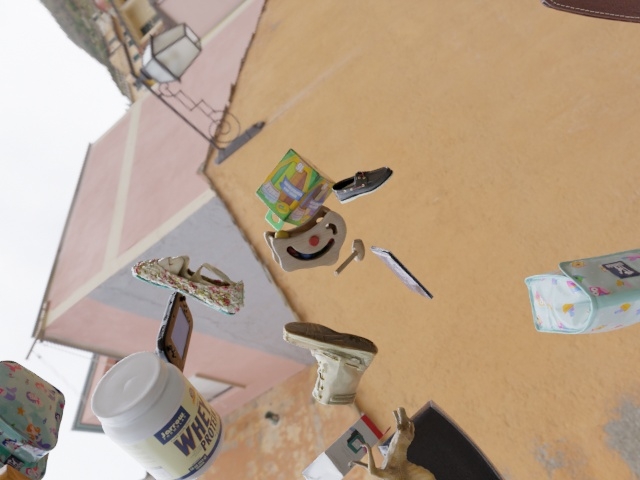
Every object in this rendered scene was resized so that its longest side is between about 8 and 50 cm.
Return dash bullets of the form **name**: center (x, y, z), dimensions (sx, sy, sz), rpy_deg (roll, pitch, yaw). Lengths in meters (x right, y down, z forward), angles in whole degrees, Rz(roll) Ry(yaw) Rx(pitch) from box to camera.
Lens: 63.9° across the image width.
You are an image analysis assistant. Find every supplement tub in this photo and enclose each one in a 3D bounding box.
- **supplement tub**: center (-0.430, 0.478, 1.382), dimensions (0.235, 0.236, 0.324), rpy_deg (-97, -16, -54)

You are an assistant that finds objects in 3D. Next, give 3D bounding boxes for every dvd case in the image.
- **dvd case**: center (0.269, 0.106, 1.716), dimensions (0.221, 0.018, 0.164), rpy_deg (46, 174, -14)

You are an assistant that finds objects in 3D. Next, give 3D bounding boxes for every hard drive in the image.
- **hard drive**: center (0.260, 0.470, 1.033), dimensions (0.254, 0.172, 0.054), rpy_deg (48, 167, 17)

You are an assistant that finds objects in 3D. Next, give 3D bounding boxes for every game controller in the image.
- **game controller**: center (-0.489, 0.314, 1.749), dimensions (0.319, 0.067, 0.166), rpy_deg (-97, -15, -59)

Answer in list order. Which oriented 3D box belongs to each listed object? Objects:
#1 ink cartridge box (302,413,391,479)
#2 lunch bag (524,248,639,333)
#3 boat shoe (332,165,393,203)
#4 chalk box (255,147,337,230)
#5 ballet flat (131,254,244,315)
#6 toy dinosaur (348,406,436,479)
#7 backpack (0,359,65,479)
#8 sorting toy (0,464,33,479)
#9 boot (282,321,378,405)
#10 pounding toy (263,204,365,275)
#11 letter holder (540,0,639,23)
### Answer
- **ink cartridge box**: center (0.074, 0.550, 1.349), dimensions (0.078, 0.134, 0.231), rpy_deg (46, -142, 18)
- **lunch bag**: center (0.595, 0.111, 1.076), dimensions (0.262, 0.224, 0.160), rpy_deg (101, 159, -79)
- **boat shoe**: center (0.084, -0.117, 1.034), dimensions (0.042, 0.133, 0.048), rpy_deg (50, -145, -27)
- **chalk box**: center (-0.082, -0.127, 1.452), dimensions (0.132, 0.213, 0.132), rpy_deg (43, -169, 23)
- **ballet flat**: center (-0.258, 0.073, 1.034), dimensions (0.241, 0.077, 0.091), rpy_deg (21, -169, 3)
- **toy dinosaur**: center (0.080, 0.273, 0.531), dimensions (0.053, 0.093, 0.183), rpy_deg (18, -121, -74)
- **backpack**: center (-0.611, 0.334, 0.935), dimensions (0.253, 0.191, 0.225), rpy_deg (43, -179, -26)
- **sorting toy**: center (-0.316, 0.391, 0.588), dimensions (0.041, 0.229, 0.307), rpy_deg (36, 159, 50)
- **boot**: center (0.002, 0.337, 1.391), dimensions (0.262, 0.203, 0.095), rpy_deg (16, -160, -12)
- **pounding toy**: center (0.000, 0.000, 1.365), dimensions (0.155, 0.270, 0.154), rpy_deg (-144, 49, -61)
- **letter holder**: center (0.399, -0.380, 0.620), dimensions (0.152, 0.302, 0.214), rpy_deg (-97, 9, -64)
